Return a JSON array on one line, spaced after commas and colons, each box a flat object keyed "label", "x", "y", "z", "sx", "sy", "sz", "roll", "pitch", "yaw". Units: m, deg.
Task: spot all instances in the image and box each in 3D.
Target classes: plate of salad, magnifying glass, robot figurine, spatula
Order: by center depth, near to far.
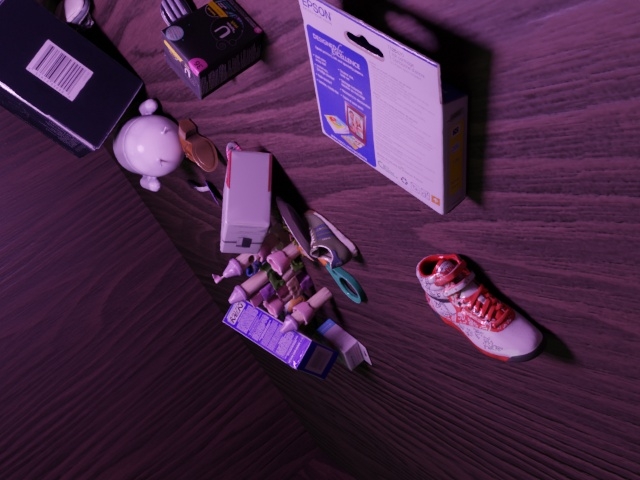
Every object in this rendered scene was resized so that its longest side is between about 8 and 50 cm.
[{"label": "plate of salad", "x": -0.068, "y": -0.025, "z": 1.759, "sx": 0.200, "sy": 0.048, "sz": 0.200, "roll": 56, "pitch": -171, "yaw": -14}, {"label": "magnifying glass", "x": 0.036, "y": 0.080, "z": 1.842, "sx": 0.231, "sy": 0.026, "sz": 0.092, "roll": 48, "pitch": 161, "yaw": 13}, {"label": "robot figurine", "x": -0.569, "y": -0.317, "z": 2.252, "sx": 0.353, "sy": 0.199, "sz": 0.300, "roll": 18, "pitch": 113, "yaw": 60}, {"label": "spatula", "x": -0.427, "y": -0.188, "z": 2.422, "sx": 0.296, "sy": 0.030, "sz": 0.084, "roll": 22, "pitch": 144, "yaw": 57}]

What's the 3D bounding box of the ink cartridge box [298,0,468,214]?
[{"label": "ink cartridge box", "x": 0.100, "y": -0.227, "z": 1.064, "sx": 0.303, "sy": 0.072, "sz": 0.307, "roll": 41, "pitch": 156, "yaw": 32}]

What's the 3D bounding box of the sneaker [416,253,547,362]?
[{"label": "sneaker", "x": 0.279, "y": 0.114, "z": 1.231, "sx": 0.270, "sy": 0.090, "sz": 0.145, "roll": 30, "pitch": 154, "yaw": 53}]

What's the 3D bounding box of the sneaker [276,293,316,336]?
[{"label": "sneaker", "x": -0.093, "y": 0.252, "z": 2.368, "sx": 0.131, "sy": 0.111, "sz": 0.297, "roll": 49, "pitch": 154, "yaw": 33}]

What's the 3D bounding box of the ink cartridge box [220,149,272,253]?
[{"label": "ink cartridge box", "x": -0.199, "y": -0.093, "z": 1.786, "sx": 0.273, "sy": 0.114, "sz": 0.197, "roll": 126, "pitch": 146, "yaw": -70}]

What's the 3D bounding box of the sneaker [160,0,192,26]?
[{"label": "sneaker", "x": -0.287, "y": -0.458, "z": 1.559, "sx": 0.224, "sy": 0.083, "sz": 0.098, "roll": 64, "pitch": 179, "yaw": -21}]

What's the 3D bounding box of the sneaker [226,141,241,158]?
[{"label": "sneaker", "x": -0.236, "y": -0.226, "z": 1.893, "sx": 0.057, "sy": 0.047, "sz": 0.119, "roll": 46, "pitch": 163, "yaw": 53}]

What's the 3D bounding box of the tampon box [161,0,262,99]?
[{"label": "tampon box", "x": -0.214, "y": -0.387, "z": 1.349, "sx": 0.120, "sy": 0.161, "sz": 0.101, "roll": 47, "pitch": 161, "yaw": 10}]

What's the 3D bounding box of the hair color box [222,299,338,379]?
[{"label": "hair color box", "x": -0.129, "y": 0.309, "z": 2.162, "sx": 0.338, "sy": 0.110, "sz": 0.185, "roll": 28, "pitch": 175, "yaw": 36}]

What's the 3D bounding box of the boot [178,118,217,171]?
[{"label": "boot", "x": -0.373, "y": -0.266, "z": 2.094, "sx": 0.197, "sy": 0.072, "sz": 0.152, "roll": 59, "pitch": 163, "yaw": 17}]

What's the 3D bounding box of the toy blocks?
[{"label": "toy blocks", "x": -0.175, "y": 0.115, "z": 2.032, "sx": 0.309, "sy": 0.260, "sz": 0.289, "roll": 31, "pitch": 153, "yaw": 46}]

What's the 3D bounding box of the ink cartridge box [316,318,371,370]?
[{"label": "ink cartridge box", "x": 0.076, "y": 0.345, "z": 2.180, "sx": 0.181, "sy": 0.061, "sz": 0.104, "roll": 34, "pitch": 155, "yaw": 42}]

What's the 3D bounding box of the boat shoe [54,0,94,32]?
[{"label": "boat shoe", "x": -0.787, "y": -0.737, "z": 2.199, "sx": 0.099, "sy": 0.116, "sz": 0.319, "roll": 12, "pitch": 176, "yaw": -34}]

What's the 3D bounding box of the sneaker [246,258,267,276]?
[{"label": "sneaker", "x": -0.221, "y": 0.107, "z": 2.399, "sx": 0.083, "sy": 0.087, "sz": 0.221, "roll": 31, "pitch": 152, "yaw": 48}]

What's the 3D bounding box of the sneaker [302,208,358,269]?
[{"label": "sneaker", "x": 0.000, "y": 0.000, "z": 1.679, "sx": 0.192, "sy": 0.086, "sz": 0.064, "roll": 40, "pitch": 158, "yaw": 31}]

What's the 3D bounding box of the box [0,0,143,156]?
[{"label": "box", "x": -0.915, "y": -0.538, "z": 2.298, "sx": 0.479, "sy": 0.298, "sz": 0.471, "roll": 36, "pitch": 166, "yaw": -23}]
